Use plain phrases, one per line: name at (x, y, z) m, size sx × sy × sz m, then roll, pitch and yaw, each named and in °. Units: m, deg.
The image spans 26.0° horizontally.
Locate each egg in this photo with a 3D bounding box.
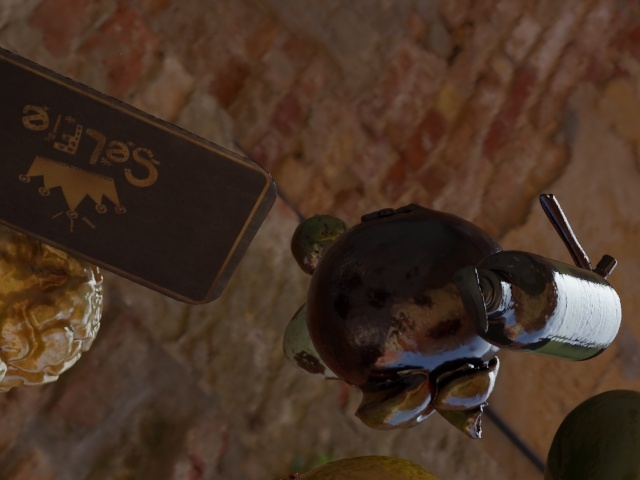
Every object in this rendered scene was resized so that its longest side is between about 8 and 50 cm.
egg at (0.030, 0.167, 2.457) m, size 0.231 × 0.169 × 0.169 m, roll -20°, pitch -148°, yaw 36°

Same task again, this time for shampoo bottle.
shampoo bottle at (0.210, 0.064, 1.394) m, size 0.101 × 0.284 × 0.101 m, roll -6°, pitch -101°, yaw 31°

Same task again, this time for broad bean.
broad bean at (0.336, 0.284, 1.628) m, size 0.189 × 0.121 × 0.263 m, roll -34°, pitch -143°, yaw 39°

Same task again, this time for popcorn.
popcorn at (-0.421, 0.074, 1.749) m, size 0.225 × 0.265 × 0.332 m, roll -48°, pitch 176°, yaw 41°

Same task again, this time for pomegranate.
pomegranate at (0.000, 0.000, 2.447) m, size 0.114 × 0.114 × 0.142 m, roll -39°, pitch -153°, yaw 12°

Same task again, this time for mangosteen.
mangosteen at (0.139, 0.123, 1.972) m, size 0.306 × 0.347 × 0.307 m, roll -15°, pitch 171°, yaw -2°

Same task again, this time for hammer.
hammer at (0.299, -0.003, 1.649) m, size 0.065 × 0.178 × 0.021 m, roll -48°, pitch -143°, yaw -14°

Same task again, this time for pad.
pad at (-0.236, -0.065, 1.331) m, size 0.315 × 0.375 × 0.063 m, roll 121°, pitch -11°, yaw -46°

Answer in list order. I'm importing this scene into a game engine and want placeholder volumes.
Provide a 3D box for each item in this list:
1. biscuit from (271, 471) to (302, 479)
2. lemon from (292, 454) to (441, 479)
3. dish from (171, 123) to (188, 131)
biscuit at (-0.037, 0.352, 1.876) m, size 0.015 × 0.091 × 0.078 m, roll -11°, pitch -113°, yaw 55°
lemon at (0.046, 0.328, 1.390) m, size 0.253 × 0.228 × 0.228 m, roll -25°, pitch -159°, yaw -6°
dish at (-0.193, -0.089, 1.846) m, size 0.081 × 0.229 × 0.229 m, roll -47°, pitch -159°, yaw -22°
